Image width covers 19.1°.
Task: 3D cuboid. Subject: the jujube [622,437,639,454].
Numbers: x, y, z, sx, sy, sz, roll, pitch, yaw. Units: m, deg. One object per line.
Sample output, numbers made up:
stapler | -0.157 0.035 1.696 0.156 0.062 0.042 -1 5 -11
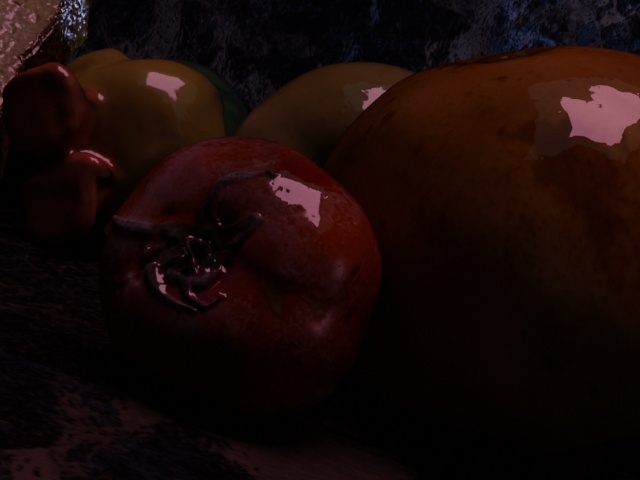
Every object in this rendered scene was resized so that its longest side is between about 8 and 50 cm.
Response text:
jujube | 0.432 0.145 1.902 0.376 0.258 0.258 17 6 21

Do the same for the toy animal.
toy animal | -0.184 -0.106 2.053 0.191 0.216 0.338 -15 -2 24

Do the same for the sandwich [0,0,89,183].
sandwich | -0.425 -0.191 2.068 0.271 0.099 0.301 10 43 11

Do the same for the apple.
apple | 0.037 -0.045 2.003 0.292 0.292 0.254 19 2 -5

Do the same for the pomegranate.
pomegranate | 0.185 0.023 1.675 0.416 0.417 0.416 19 7 -2

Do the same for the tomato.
tomato | -0.060 0.030 1.520 0.232 0.232 0.188 23 -14 26

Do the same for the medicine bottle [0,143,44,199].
medicine bottle | -0.389 -0.150 2.215 0.288 0.157 0.157 22 7 23
